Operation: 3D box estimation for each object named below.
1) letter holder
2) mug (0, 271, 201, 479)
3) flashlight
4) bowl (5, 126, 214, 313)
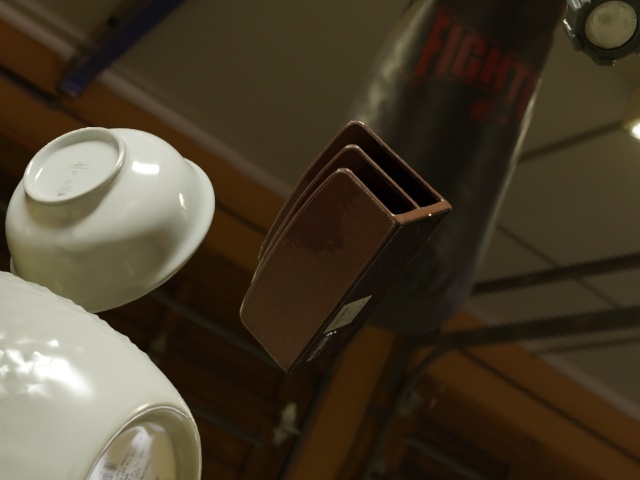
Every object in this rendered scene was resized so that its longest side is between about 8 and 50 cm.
[{"bbox_3d":[0.000,0.000,1.729,0.214,0.152,0.302,46,-59,18],"label":"letter holder"},{"bbox_3d":[-0.285,0.196,0.869,0.328,0.374,0.276,12,-25,25],"label":"mug"},{"bbox_3d":[0.337,-0.323,1.508,0.103,0.304,0.103,-1,-58,0],"label":"flashlight"},{"bbox_3d":[-0.301,-0.056,1.603,0.298,0.298,0.134,11,-38,32],"label":"bowl"}]
